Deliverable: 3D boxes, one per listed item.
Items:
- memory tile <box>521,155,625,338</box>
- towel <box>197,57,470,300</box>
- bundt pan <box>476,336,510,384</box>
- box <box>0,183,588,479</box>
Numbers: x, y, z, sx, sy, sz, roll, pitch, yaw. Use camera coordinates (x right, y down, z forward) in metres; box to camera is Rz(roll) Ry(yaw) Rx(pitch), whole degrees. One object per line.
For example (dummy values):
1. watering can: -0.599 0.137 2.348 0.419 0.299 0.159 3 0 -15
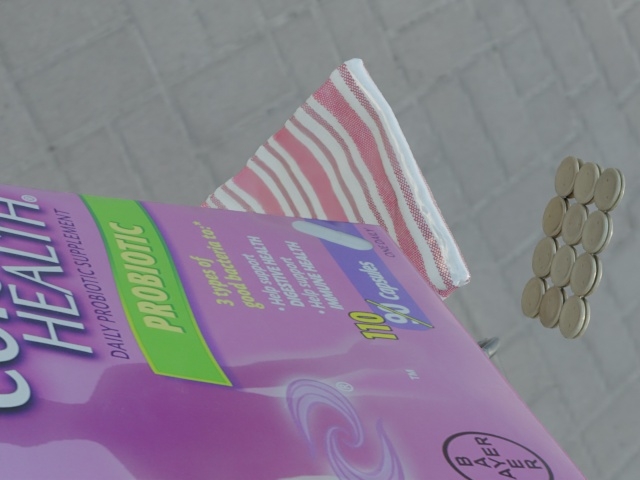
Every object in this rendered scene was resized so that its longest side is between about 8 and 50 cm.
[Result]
1. memory tile: 0.214 0.004 1.257 0.012 0.113 0.148 13 95 -20
2. towel: 0.000 0.000 0.884 0.029 0.197 0.144 -19 77 -38
3. bundt pan: 0.036 0.212 1.222 0.331 0.331 0.124 -28 85 -37
4. box: -0.065 0.076 0.492 0.243 0.213 0.117 6 113 -21
